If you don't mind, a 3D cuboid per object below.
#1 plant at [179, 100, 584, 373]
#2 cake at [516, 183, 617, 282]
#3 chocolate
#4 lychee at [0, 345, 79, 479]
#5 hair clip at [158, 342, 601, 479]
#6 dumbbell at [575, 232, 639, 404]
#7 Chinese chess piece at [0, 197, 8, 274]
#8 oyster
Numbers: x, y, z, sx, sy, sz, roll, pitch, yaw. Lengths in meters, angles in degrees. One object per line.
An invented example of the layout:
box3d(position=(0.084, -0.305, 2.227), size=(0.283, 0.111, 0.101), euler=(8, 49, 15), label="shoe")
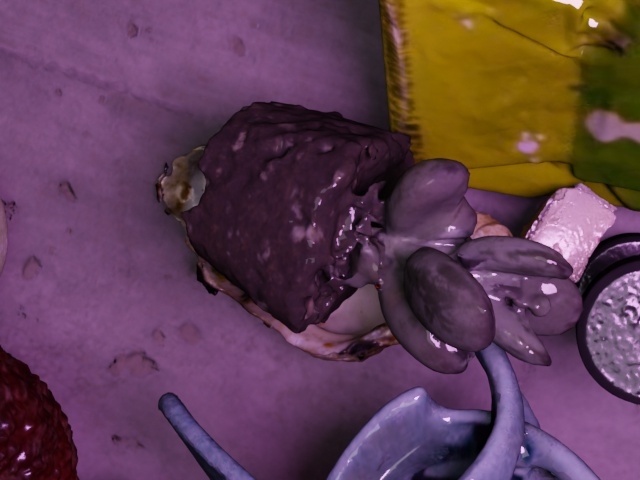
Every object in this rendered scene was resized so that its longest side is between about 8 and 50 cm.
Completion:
box3d(position=(0.045, -0.001, 0.883), size=(0.274, 0.146, 0.149), euler=(25, 121, 34), label="plant")
box3d(position=(0.172, 0.004, 0.985), size=(0.052, 0.121, 0.065), euler=(29, 75, 2), label="cake")
box3d(position=(0.193, -0.140, 0.887), size=(0.288, 0.301, 0.137), euler=(8, 66, 9), label="chocolate")
box3d(position=(-0.322, 0.193, 1.032), size=(0.260, 0.260, 0.261), euler=(1, 96, 10), label="lychee")
box3d(position=(0.094, 0.252, 0.925), size=(0.238, 0.392, 0.318), euler=(-31, 125, -2), label="hair clip")
box3d(position=(0.233, 0.051, 0.946), size=(0.100, 0.191, 0.100), euler=(1, 97, 10), label="dumbbell")
box3d(position=(-0.358, -0.005, 1.105), size=(0.188, 0.083, 0.189), euler=(2, 99, 10), label="Chinese chess piece")
box3d(position=(0.004, -0.005, 1.041), size=(0.294, 0.094, 0.166), euler=(34, 104, 23), label="oyster")
